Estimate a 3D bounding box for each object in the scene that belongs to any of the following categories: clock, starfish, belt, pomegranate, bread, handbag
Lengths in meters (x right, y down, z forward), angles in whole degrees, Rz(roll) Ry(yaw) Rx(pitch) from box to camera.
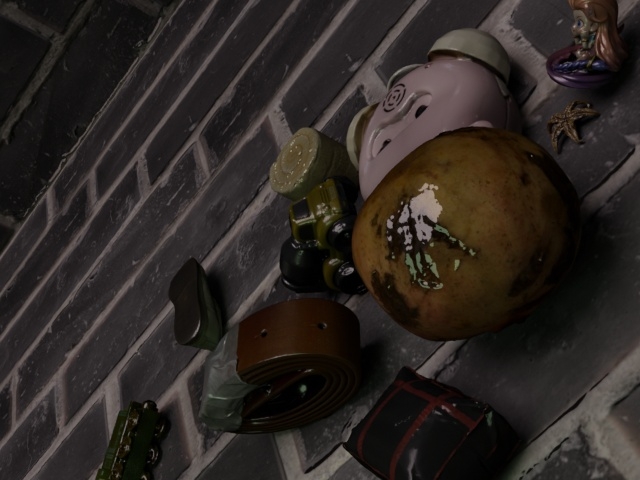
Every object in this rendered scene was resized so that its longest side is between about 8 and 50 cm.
[{"bbox_3d":[0.191,-0.171,1.515,0.342,0.184,0.325,-35,37,28],"label":"clock"},{"bbox_3d":[0.382,-0.178,1.377,0.091,0.028,0.078,-62,35,8],"label":"starfish"},{"bbox_3d":[-0.072,0.227,1.528,0.339,0.217,0.122,-36,41,37],"label":"belt"},{"bbox_3d":[0.205,-0.005,1.246,0.322,0.322,0.322,-33,43,37],"label":"pomegranate"},{"bbox_3d":[-0.004,-0.134,1.772,0.148,0.141,0.134,-50,38,21],"label":"bread"},{"bbox_3d":[0.154,0.280,1.242,0.169,0.155,0.215,-52,30,-10],"label":"handbag"}]

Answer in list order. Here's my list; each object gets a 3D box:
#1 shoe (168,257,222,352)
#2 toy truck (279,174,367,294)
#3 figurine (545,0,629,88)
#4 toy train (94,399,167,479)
[{"bbox_3d":[-0.272,0.144,1.979,0.103,0.098,0.274,-39,37,19],"label":"shoe"},{"bbox_3d":[0.000,0.000,1.595,0.165,0.224,0.147,-11,48,-3],"label":"toy truck"},{"bbox_3d":[0.411,-0.306,1.339,0.126,0.114,0.157,-80,4,-69],"label":"figurine"},{"bbox_3d":[-0.417,0.460,1.953,0.137,0.090,0.225,-13,57,54],"label":"toy train"}]
